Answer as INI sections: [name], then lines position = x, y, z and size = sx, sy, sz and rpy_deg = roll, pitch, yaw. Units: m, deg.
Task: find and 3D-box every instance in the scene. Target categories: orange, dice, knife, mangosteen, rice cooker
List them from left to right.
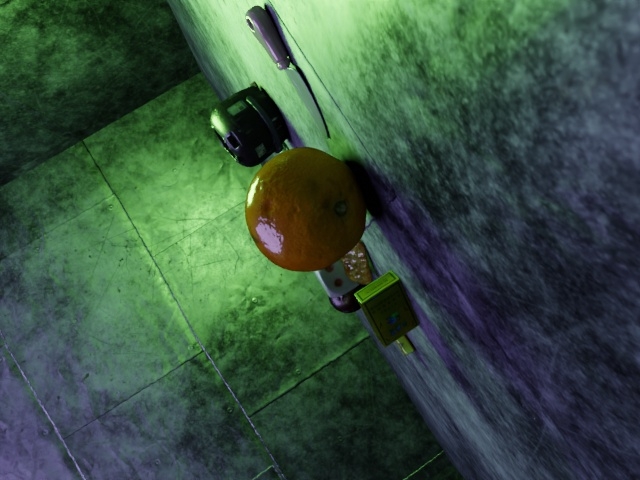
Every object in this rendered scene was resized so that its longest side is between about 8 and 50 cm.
[rice cooker]
position = -0.265, -0.414, 1.544
size = 0.267, 0.224, 0.267
rpy_deg = 49, 169, 13
[knife]
position = -0.060, -0.386, 0.975
size = 0.336, 0.043, 0.081
rpy_deg = 53, 170, -21
[orange]
position = -0.035, -0.075, 1.039
size = 0.312, 0.311, 0.312
rpy_deg = 57, 175, 8
[dice]
position = 0.069, 0.109, 1.704
size = 0.192, 0.193, 0.194
rpy_deg = 57, 174, -6
[mangosteen]
position = 0.133, 0.250, 2.004
size = 0.210, 0.209, 0.210
rpy_deg = 57, 175, 8

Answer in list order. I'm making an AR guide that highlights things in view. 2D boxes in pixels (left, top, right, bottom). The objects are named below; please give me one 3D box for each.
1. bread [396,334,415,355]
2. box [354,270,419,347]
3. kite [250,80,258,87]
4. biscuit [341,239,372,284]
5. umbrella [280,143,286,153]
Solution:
[bread]
position = 0.319, 0.385, 1.780
size = 0.226, 0.049, 0.088
rpy_deg = 57, 175, 18
[box]
position = 0.213, 0.221, 1.316
size = 0.220, 0.140, 0.064
rpy_deg = 60, 174, -30
[kite]
position = -0.231, -0.548, 1.628
size = 0.241, 0.014, 0.183
rpy_deg = 55, 175, 17
[biscuit]
position = 0.126, 0.073, 1.523
size = 0.118, 0.029, 0.247
rpy_deg = 9, 136, 29
[umbrella]
position = -0.183, -0.424, 1.764
size = 0.188, 0.050, 0.046
rpy_deg = 57, 154, 15
